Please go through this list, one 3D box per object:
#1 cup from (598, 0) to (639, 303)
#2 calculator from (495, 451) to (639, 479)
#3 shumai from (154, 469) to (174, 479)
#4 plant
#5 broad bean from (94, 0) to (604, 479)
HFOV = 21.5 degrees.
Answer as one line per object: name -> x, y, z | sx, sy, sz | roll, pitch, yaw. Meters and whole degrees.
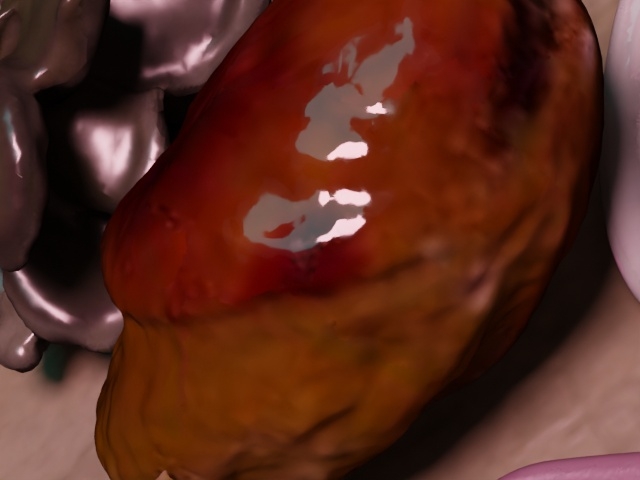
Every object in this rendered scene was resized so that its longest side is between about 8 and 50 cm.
cup -> 0.189, -0.125, 0.466 | 0.356, 0.259, 0.274 | -47, 33, 47
calculator -> 0.087, 0.176, 0.447 | 0.194, 0.043, 0.294 | -7, 56, 33
shumai -> -0.073, 0.173, 0.523 | 0.120, 0.201, 0.201 | -2, 49, -13
plant -> -0.159, -0.083, 0.702 | 0.276, 0.188, 0.199 | 23, 77, 44
broad bean -> -0.003, -0.003, 0.561 | 0.228, 0.122, 0.156 | -45, 33, 24
